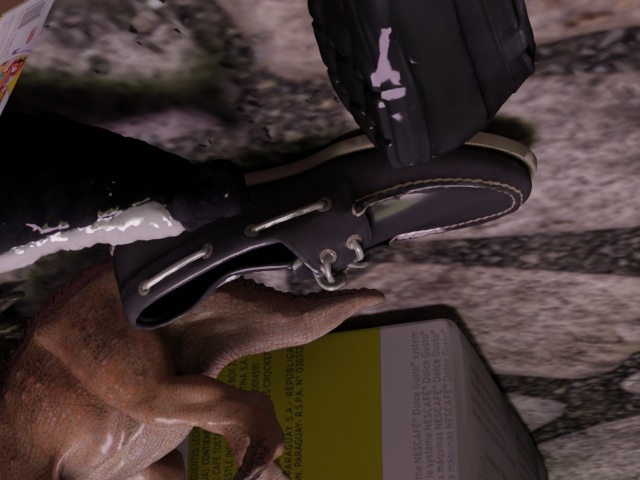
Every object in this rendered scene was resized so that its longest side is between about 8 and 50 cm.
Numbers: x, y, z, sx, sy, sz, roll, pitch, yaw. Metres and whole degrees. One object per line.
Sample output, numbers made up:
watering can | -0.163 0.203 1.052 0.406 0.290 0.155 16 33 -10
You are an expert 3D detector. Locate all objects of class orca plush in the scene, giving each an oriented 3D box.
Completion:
orca plush | -0.176 -0.024 0.574 0.287 0.151 0.102 -3 123 10

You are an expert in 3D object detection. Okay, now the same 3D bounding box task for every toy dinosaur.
toy dinosaur | -0.123 0.071 0.756 0.295 0.200 0.127 -36 166 13

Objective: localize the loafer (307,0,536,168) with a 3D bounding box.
loafer | 0.031 -0.108 0.454 0.078 0.076 0.223 -31 149 -8

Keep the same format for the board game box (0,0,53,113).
board game box | -0.146 -0.076 0.477 0.103 0.026 0.154 48 145 2

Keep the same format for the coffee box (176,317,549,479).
coffee box | -0.032 0.278 0.928 0.334 0.338 0.337 -8 153 16

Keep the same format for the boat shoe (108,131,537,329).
boat shoe | 0.000 0.000 0.669 0.206 0.065 0.075 -9 153 16
